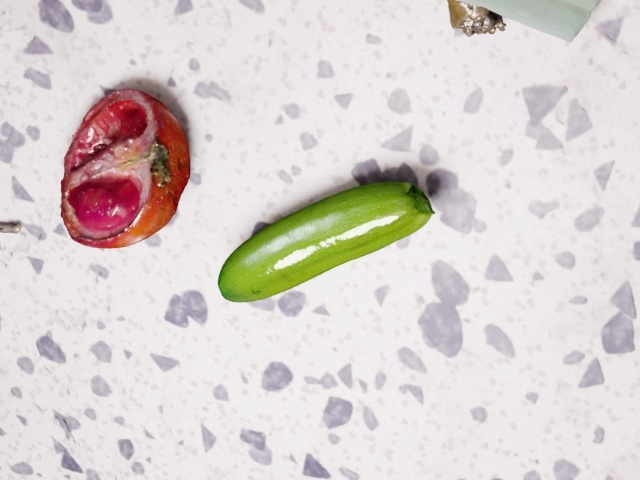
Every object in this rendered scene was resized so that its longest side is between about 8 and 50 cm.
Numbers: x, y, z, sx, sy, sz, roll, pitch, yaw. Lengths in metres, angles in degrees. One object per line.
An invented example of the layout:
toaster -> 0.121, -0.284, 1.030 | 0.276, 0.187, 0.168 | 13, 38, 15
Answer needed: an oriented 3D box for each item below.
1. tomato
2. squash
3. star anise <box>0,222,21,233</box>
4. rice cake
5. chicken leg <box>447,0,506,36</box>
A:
tomato -> -0.225, -0.076, 1.372 | 0.173, 0.099, 0.189 | -4, 73, 39
squash -> -0.001, -0.002, 1.322 | 0.292, 0.082, 0.082 | -25, 103, 28
star anise -> -0.520, -0.105, 1.518 | 0.227, 0.218, 0.148 | 29, 94, -40
rice cake -> 0.174, -0.275, 1.084 | 0.237, 0.043, 0.127 | 16, 120, -22
chicken leg -> 0.133, -0.298, 1.129 | 0.125, 0.080, 0.196 | 5, 116, 2
